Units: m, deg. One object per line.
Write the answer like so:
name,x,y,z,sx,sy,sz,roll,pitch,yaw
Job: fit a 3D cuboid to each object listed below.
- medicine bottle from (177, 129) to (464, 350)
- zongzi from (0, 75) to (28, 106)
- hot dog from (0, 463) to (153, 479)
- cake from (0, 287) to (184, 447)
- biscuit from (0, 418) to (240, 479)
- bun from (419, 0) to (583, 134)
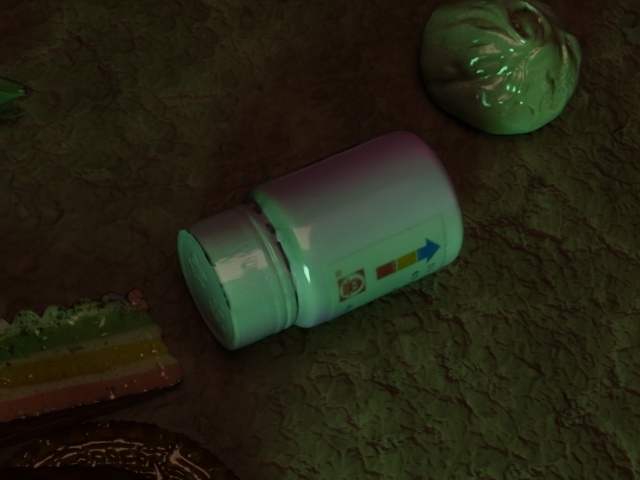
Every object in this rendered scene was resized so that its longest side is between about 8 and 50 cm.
medicine bottle,0.000,0.000,1.276,0.255,0.152,0.152,-23,73,-18
zongzi,-0.431,-0.070,1.244,0.274,0.125,0.250,9,64,-13
hot dog,-0.280,0.307,1.042,0.388,0.174,0.267,-4,64,-11
cake,-0.252,0.123,1.237,0.225,0.090,0.109,-11,66,-35
biscuit,-0.183,0.304,1.170,0.305,0.038,0.305,4,66,-9
bun,0.200,-0.206,1.429,0.183,0.102,0.183,3,68,-7
